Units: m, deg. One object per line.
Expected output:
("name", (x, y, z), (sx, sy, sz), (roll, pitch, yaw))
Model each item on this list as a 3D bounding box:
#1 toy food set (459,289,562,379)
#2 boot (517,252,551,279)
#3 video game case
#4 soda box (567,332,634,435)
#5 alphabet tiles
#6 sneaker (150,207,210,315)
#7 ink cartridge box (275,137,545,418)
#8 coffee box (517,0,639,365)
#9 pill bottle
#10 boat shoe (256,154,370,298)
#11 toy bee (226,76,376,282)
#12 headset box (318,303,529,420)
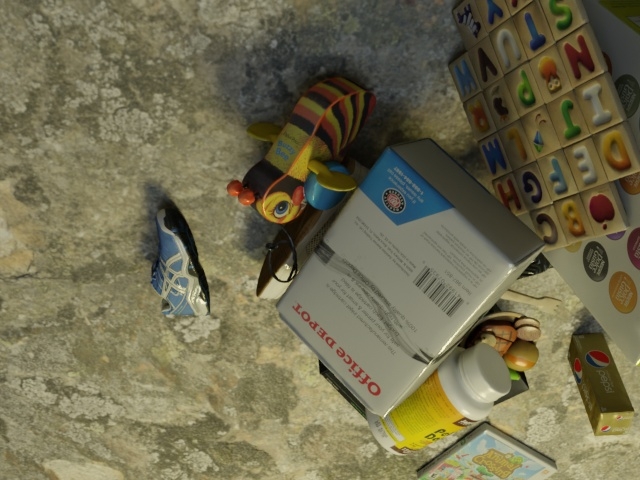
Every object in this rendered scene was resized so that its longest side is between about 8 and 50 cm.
("toy food set", (0.282, 0.162, 1.367), (0.132, 0.038, 0.192), (14, 123, -16))
("boot", (0.299, 0.024, 1.345), (0.189, 0.208, 0.076), (-7, 97, 28))
("video game case", (0.335, 0.464, 1.780), (0.212, 0.023, 0.193), (32, 120, -25))
("soda box", (0.476, 0.244, 1.514), (0.058, 0.181, 0.061), (-3, 129, -1))
("alphabet tiles", (0.263, -0.159, 1.092), (0.011, 0.285, 0.343), (-20, 88, -22))
("sneaker", (-0.228, 0.043, 1.378), (0.081, 0.080, 0.211), (-9, 127, 0))
("ink cartridge box", (0.114, 0.051, 1.206), (0.223, 0.129, 0.307), (45, 122, 15))
("coffee box", (0.493, -0.093, 1.105), (0.338, 0.334, 0.338), (-6, 130, -19))
("pill bottle", (0.179, 0.237, 1.346), (0.117, 0.117, 0.215), (35, 128, -27))
("boat shoe", (0.000, 0.000, 1.347), (0.096, 0.098, 0.277), (27, 121, -21))
("toy bee", (-0.037, -0.084, 1.198), (0.162, 0.195, 0.298), (7, 92, -50))
("headset box", (0.178, 0.188, 1.484), (0.283, 0.131, 0.246), (-30, 124, 19))
